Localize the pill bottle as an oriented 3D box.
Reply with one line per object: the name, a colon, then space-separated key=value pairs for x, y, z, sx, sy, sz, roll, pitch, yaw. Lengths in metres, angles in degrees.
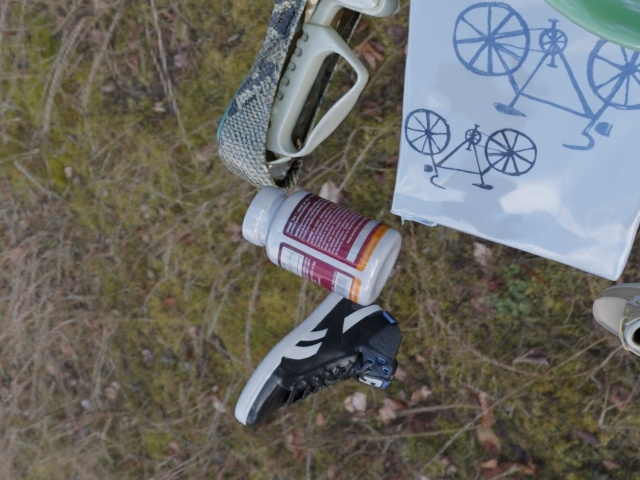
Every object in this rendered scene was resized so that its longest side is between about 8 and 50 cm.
pill bottle: x=0.000 y=0.000 z=0.728 sx=0.152 sy=0.086 sz=0.086 roll=25 pitch=121 yaw=15

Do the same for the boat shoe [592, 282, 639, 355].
boat shoe: x=0.321 y=0.084 z=0.678 sx=0.170 sy=0.059 sz=0.063 roll=-161 pitch=55 yaw=-67

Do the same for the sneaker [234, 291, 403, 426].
sneaker: x=0.015 y=0.146 z=0.784 sx=0.121 sy=0.217 sz=0.079 roll=35 pitch=149 yaw=17

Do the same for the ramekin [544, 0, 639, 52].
ramekin: x=0.239 y=-0.287 z=0.465 sx=0.303 sy=0.148 sz=0.303 roll=46 pitch=173 yaw=7

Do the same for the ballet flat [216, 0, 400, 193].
ballet flat: x=0.004 y=-0.277 z=0.951 sx=0.182 sy=0.164 sz=0.482 roll=38 pitch=116 yaw=31

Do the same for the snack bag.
snack bag: x=0.245 y=-0.131 z=0.821 sx=0.323 sy=0.037 sz=0.342 roll=19 pitch=126 yaw=24
